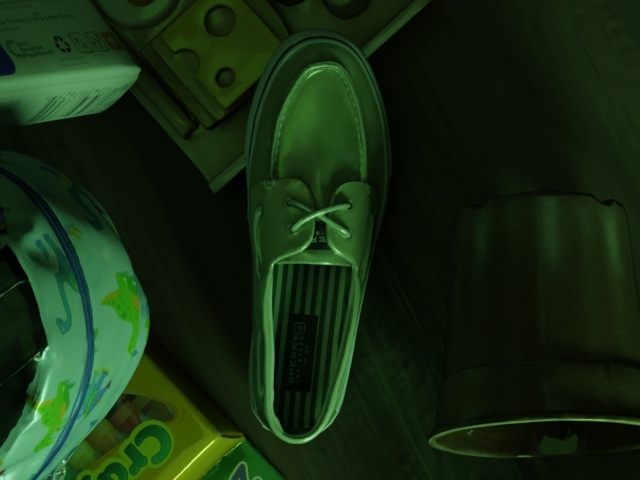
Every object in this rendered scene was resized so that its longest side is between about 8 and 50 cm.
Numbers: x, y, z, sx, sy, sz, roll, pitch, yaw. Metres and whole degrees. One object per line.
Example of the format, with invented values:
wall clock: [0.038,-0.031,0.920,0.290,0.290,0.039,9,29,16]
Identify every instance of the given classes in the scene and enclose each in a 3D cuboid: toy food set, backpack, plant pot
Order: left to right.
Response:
backpack: [-0.286,0.090,1.349,0.290,0.273,0.355,52,126,17]
toy food set: [-0.094,-0.214,1.503,0.219,0.092,0.306,-42,77,4]
plant pot: [0.158,0.059,1.390,0.167,0.167,0.165,-3,75,11]

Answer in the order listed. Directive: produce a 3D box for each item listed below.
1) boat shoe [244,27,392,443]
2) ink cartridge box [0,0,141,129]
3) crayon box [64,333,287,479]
boat shoe: [0.000,0.000,1.426,0.109,0.094,0.302,1,98,-7]
ink cartridge box: [-0.307,-0.208,1.384,0.072,0.303,0.307,-44,77,28]
crayon box: [-0.206,0.140,1.489,0.203,0.083,0.323,-46,77,4]
